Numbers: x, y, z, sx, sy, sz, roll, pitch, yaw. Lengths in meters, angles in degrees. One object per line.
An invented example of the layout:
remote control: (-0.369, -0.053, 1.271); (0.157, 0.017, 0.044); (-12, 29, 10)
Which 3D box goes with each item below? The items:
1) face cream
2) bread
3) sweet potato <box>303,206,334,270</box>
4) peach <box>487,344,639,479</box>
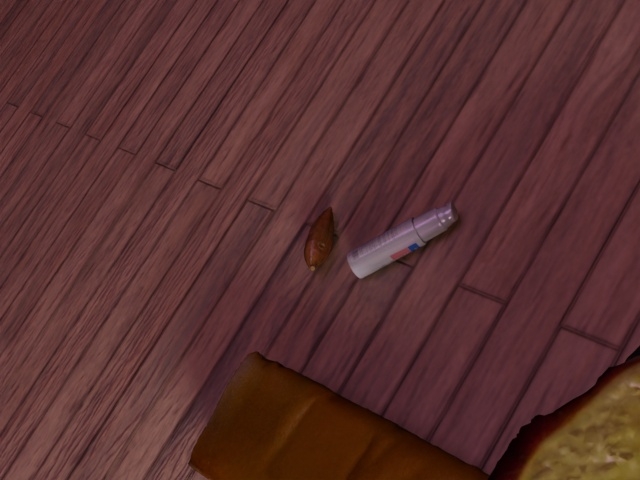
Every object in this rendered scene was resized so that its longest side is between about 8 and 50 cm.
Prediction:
face cream: (0.091, -0.002, 0.916); (0.130, 0.034, 0.034); (-30, 46, 21)
bread: (0.027, 0.227, 0.777); (0.361, 0.077, 0.138); (19, 74, 46)
sweet potato: (0.000, 0.000, 0.993); (0.034, 0.034, 0.095); (-10, 45, 35)
peach: (0.245, 0.241, 0.487); (0.257, 0.201, 0.362); (-25, 36, 13)
